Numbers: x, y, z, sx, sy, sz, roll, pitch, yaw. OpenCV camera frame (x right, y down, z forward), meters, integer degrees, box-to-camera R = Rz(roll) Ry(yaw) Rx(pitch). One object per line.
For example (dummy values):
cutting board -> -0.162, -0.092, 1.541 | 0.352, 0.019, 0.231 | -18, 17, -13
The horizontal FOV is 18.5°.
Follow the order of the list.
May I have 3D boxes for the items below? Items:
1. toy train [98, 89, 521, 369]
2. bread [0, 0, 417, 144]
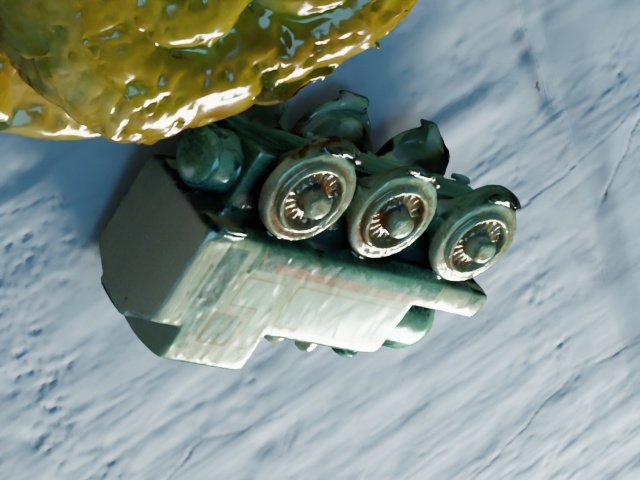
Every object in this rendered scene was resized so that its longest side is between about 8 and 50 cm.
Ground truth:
toy train -> 0.000, 0.000, 0.872 | 0.194, 0.081, 0.125 | 14, 119, -44
bread -> -0.053, -0.136, 0.710 | 0.236, 0.120, 0.198 | -27, 133, -19
